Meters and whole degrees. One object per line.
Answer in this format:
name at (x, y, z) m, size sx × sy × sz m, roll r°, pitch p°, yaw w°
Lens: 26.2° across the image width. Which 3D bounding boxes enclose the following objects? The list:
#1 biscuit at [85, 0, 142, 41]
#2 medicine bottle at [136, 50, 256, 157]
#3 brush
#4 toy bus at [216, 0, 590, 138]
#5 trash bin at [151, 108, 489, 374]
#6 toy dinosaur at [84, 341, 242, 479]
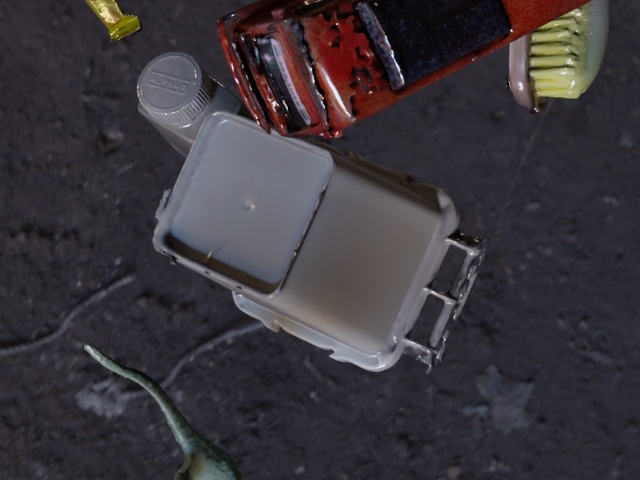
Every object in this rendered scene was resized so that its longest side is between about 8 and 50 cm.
biscuit at (-0.298, -0.342, 1.534) m, size 0.292 × 0.048 × 0.026 m, roll 53°, pitch 24°, yaw -30°
medicine bottle at (-0.157, -0.159, 1.753) m, size 0.132 × 0.188 × 0.088 m, roll 33°, pitch 82°, yaw 25°
brush at (0.171, -0.243, 0.968) m, size 0.067 × 0.072 × 0.312 m, roll -1°, pitch 80°, yaw 18°
toy bus at (0.073, -0.119, 0.619) m, size 0.235 × 0.096 × 0.073 m, roll -28°, pitch 103°, yaw -12°
trash bin at (0.000, 0.000, 1.620) m, size 0.296 × 0.368 × 0.255 m, roll 25°, pitch 89°, yaw 25°
toy dinosaur at (-0.136, 0.253, 1.497) m, size 0.076 × 0.383 × 0.129 m, roll -23°, pitch 47°, yaw 3°
